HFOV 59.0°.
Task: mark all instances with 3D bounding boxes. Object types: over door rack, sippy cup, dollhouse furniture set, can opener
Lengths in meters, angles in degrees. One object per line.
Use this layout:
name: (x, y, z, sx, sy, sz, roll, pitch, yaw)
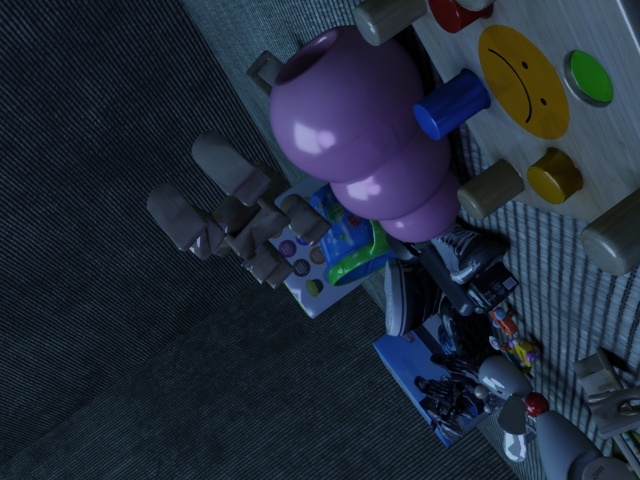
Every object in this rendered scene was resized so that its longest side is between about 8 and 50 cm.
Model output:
over door rack: (0.504, 0.456, 1.330, 0.239, 0.108, 0.324, 52, 175, 25)
sippy cup: (0.086, -0.036, 1.404, 0.240, 0.305, 0.224, -12, -109, -49)
dollhouse furniture set: (-0.130, -0.148, 1.186, 0.256, 0.394, 0.362, 45, -174, 29)
dollhouse furniture set: (0.433, 0.246, 0.735, 0.182, 0.101, 0.161, 54, -159, -12)
can opener: (0.231, 0.047, 1.125, 0.280, 0.074, 0.093, 55, 141, 43)

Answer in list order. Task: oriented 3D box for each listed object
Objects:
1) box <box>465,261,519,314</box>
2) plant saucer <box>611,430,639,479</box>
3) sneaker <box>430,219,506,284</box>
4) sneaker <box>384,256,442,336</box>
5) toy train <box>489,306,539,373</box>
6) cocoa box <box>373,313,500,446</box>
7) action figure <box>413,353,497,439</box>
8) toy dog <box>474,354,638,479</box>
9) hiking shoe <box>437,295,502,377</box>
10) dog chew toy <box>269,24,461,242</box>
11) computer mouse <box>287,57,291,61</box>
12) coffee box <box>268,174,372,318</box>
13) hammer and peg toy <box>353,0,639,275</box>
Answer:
box: (0.291, 0.082, 0.964, 0.052, 0.062, 0.083, 51, 175, 18)
plant saucer: (0.549, 0.408, 0.891, 0.241, 0.037, 0.241, 54, 177, 4)
sneaker: (0.222, 0.000, 0.944, 0.132, 0.086, 0.229, 56, 177, 8)
sneaker: (0.202, 0.110, 1.213, 0.321, 0.127, 0.126, -68, -17, -72)
toy train: (0.369, 0.185, 1.078, 0.125, 0.046, 0.166, 53, 173, 32)
cocoa box: (0.367, 0.424, 1.785, 0.347, 0.228, 0.231, 51, 175, 36)
action figure: (0.311, 0.371, 1.304, 0.141, 0.164, 0.276, 32, 165, 39)
toy dog: (0.387, 0.376, 1.005, 0.220, 0.161, 0.333, 56, 173, -33)
hiking shoe: (0.314, 0.222, 1.305, 0.132, 0.113, 0.304, 19, 151, 44)
dog chew toy: (0.082, -0.123, 0.782, 0.332, 0.206, 0.206, 47, 180, -28)
computer mouse: (0.015, -0.308, 1.150, 0.242, 0.041, 0.071, 45, -175, 26)
coffee box: (0.000, 0.000, 1.736, 0.338, 0.334, 0.338, 54, 176, 0)
hammer and peg toy: (0.123, -0.163, 0.398, 0.361, 0.127, 0.266, 55, 178, -16)
